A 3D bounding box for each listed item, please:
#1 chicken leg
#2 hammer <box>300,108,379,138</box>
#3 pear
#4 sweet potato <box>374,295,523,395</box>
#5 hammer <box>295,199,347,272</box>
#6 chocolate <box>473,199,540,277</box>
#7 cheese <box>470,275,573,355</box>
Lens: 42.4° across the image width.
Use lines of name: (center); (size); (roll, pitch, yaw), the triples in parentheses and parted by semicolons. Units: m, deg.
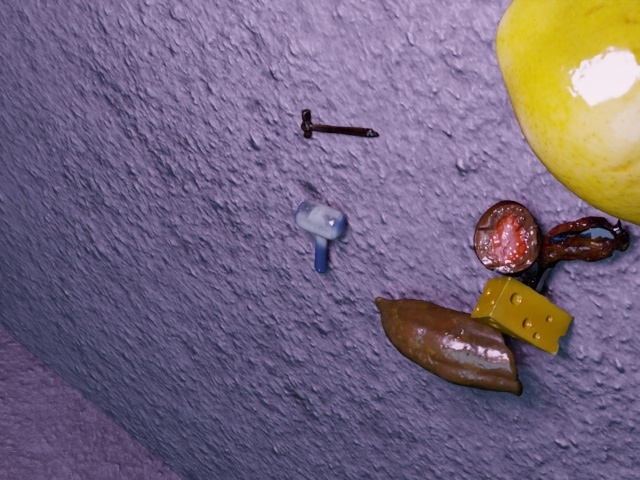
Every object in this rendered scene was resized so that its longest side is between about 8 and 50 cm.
chicken leg: (0.458, 0.022, 1.535); (0.106, 0.051, 0.253); (43, 140, -6)
hammer: (0.036, -0.228, 1.676); (0.178, 0.021, 0.065); (11, 127, 29)
pear: (0.440, -0.206, 1.078); (0.418, 0.362, 0.362); (45, 138, 14)
sweet potato: (0.262, 0.216, 1.753); (0.369, 0.158, 0.158); (16, 130, 26)
hammer: (0.000, 0.000, 1.848); (0.116, 0.069, 0.194); (22, 137, 21)
chocolate: (0.350, -0.009, 1.541); (0.127, 0.124, 0.133); (45, 120, 60)
cheese: (0.406, 0.150, 1.628); (0.171, 0.093, 0.126); (27, 170, -3)
